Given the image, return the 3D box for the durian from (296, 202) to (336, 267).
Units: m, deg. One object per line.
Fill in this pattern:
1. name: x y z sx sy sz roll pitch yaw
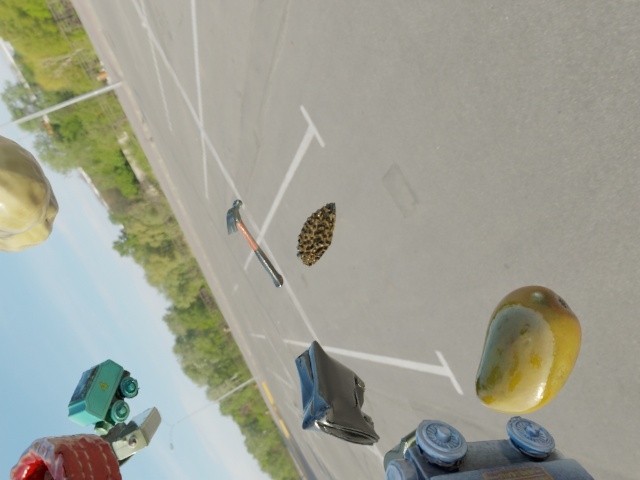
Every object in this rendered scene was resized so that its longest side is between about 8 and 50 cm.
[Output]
1. durian: -0.009 -0.005 0.758 0.066 0.052 0.130 -72 3 -62

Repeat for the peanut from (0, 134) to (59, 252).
1. peanut: -0.406 -0.056 0.589 0.313 0.149 0.149 -12 107 61

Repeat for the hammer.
1. hammer: -0.186 0.023 1.380 0.288 0.033 0.111 59 -155 -28

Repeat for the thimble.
1. thimble: -0.441 0.434 0.821 0.125 0.163 0.190 25 -139 -60

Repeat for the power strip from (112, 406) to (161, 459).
1. power strip: -0.468 0.491 1.228 0.052 0.078 0.272 66 167 3

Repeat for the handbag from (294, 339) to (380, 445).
1. handbag: 0.059 0.515 1.562 0.288 0.152 0.342 35 -160 -23

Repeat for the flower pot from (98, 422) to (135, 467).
1. flower pot: -0.692 0.689 1.534 0.108 0.229 0.103 39 118 12

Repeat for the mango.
1. mango: 0.474 0.260 1.104 0.173 0.317 0.211 19 -173 -35

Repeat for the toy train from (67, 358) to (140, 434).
1. toy train: -0.617 0.442 1.354 0.154 0.107 0.198 48 -150 -33

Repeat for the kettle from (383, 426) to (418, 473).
1. kettle: 0.238 0.529 1.173 0.098 0.148 0.127 56 128 26

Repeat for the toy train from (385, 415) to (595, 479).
1. toy train: 0.242 0.340 0.620 0.202 0.299 0.131 -128 47 -59
